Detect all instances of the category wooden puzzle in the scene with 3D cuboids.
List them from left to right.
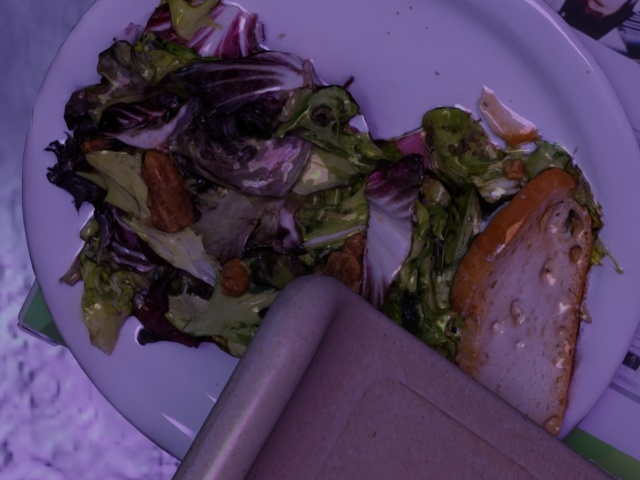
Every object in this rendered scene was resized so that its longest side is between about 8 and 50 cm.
[{"bbox_3d":[0.019,0.221,0.577,0.348,0.080,0.322,37,77,-33],"label":"wooden puzzle"}]

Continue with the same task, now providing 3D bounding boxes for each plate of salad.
[{"bbox_3d":[0.000,0.000,0.587,0.200,0.048,0.199,5,113,12],"label":"plate of salad"}]

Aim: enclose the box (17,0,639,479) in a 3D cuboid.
[{"bbox_3d":[0.069,-0.052,0.609,0.232,0.058,0.322,29,113,0],"label":"box"}]
